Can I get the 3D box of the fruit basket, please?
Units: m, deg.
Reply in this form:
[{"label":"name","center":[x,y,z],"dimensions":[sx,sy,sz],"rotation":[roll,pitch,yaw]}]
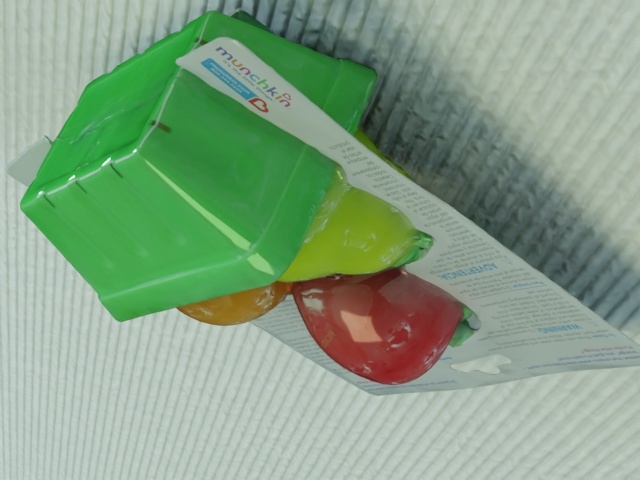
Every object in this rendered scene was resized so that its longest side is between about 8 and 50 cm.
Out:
[{"label":"fruit basket","center":[0.000,0.000,0.972],"dimensions":[0.353,0.165,0.327],"rotation":[28,157,-25]}]
